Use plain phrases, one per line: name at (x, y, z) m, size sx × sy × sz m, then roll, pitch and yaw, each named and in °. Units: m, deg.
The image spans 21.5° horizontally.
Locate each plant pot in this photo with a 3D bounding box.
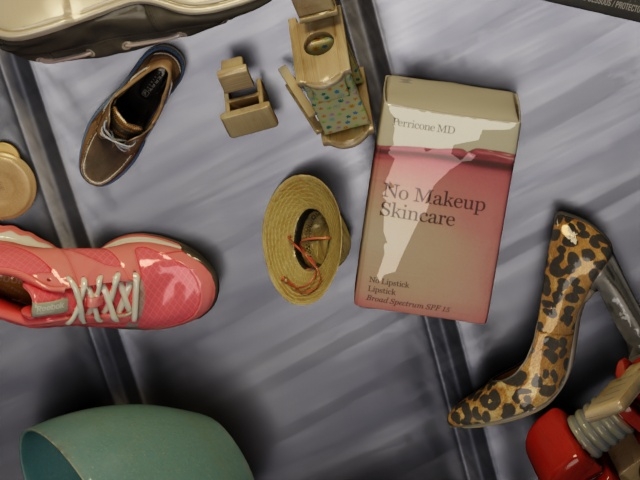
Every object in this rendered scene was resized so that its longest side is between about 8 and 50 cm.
plant pot at (-0.185, 0.300, 1.910) m, size 0.195 × 0.290 × 0.290 m, roll -27°, pitch 110°, yaw -25°

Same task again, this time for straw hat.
straw hat at (0.000, 0.000, 1.875) m, size 0.061 × 0.144 × 0.144 m, roll 2°, pitch 116°, yaw -41°

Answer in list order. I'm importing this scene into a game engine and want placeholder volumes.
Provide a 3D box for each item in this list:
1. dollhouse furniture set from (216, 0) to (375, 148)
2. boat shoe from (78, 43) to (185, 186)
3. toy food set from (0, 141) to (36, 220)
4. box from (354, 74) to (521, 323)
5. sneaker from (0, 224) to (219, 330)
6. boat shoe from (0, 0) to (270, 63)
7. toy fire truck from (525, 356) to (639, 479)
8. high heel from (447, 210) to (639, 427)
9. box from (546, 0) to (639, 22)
dollhouse furniture set at (-0.045, -0.175, 1.752) m, size 0.161 × 0.101 × 0.182 m, roll -14°, pitch 143°, yaw 9°
boat shoe at (-0.214, -0.132, 1.842) m, size 0.066 × 0.066 × 0.183 m, roll 30°, pitch 109°, yaw -6°
toy food set at (-0.360, -0.063, 1.901) m, size 0.082 × 0.020 × 0.083 m, roll -36°, pitch 104°, yaw 15°
box at (0.124, -0.045, 1.819) m, size 0.148 × 0.127 × 0.232 m, roll 8°, pitch 110°, yaw 1°
sneaker at (-0.272, 0.063, 1.878) m, size 0.313 × 0.136 × 0.116 m, roll 4°, pitch 111°, yaw 2°
boat shoe at (-0.190, -0.260, 1.794) m, size 0.335 × 0.095 × 0.112 m, roll -10°, pitch 73°, yaw 3°
toy fire truck at (0.314, 0.205, 1.827) m, size 0.217 × 0.158 × 0.246 m, roll -38°, pitch 131°, yaw 16°
high heel at (0.225, 0.092, 1.892) m, size 0.261 × 0.093 × 0.186 m, roll -28°, pitch 95°, yaw 14°
box at (0.294, -0.369, 1.674) m, size 0.165 × 0.143 × 0.270 m, roll 10°, pitch 110°, yaw -10°
